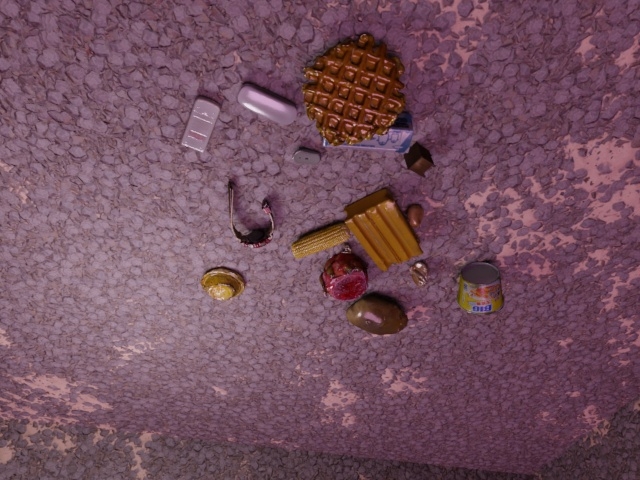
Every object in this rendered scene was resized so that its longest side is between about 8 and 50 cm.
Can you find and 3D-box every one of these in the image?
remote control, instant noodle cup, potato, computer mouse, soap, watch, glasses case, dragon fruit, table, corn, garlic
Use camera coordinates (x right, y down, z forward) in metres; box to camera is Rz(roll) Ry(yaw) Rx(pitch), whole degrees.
[{"bbox_3d":[-0.395,-0.383,1.600,0.088,0.029,0.190,19,128,-18],"label":"remote control"},{"bbox_3d":[0.673,0.195,2.053,0.205,0.205,0.152,-10,122,7],"label":"instant noodle cup"},{"bbox_3d":[0.364,-0.093,1.858,0.068,0.083,0.062,4,156,-7],"label":"potato"},{"bbox_3d":[-0.046,-0.294,1.692,0.110,0.032,0.055,6,133,-21],"label":"computer mouse"},{"bbox_3d":[0.251,-0.035,1.888,0.204,0.096,0.324,-24,128,19],"label":"soap"},{"bbox_3d":[0.265,0.348,2.201,0.297,0.141,0.191,15,132,-18],"label":"potato"},{"bbox_3d":[-0.261,-0.095,1.831,0.165,0.102,0.268,-5,123,-7],"label":"watch"},{"bbox_3d":[-0.168,-0.435,1.549,0.197,0.049,0.076,20,128,-19],"label":"glasses case"},{"bbox_3d":[0.100,0.159,2.022,0.211,0.147,0.282,0,133,-2],"label":"dragon fruit"},{"bbox_3d":[0.349,-0.279,1.688,0.082,0.083,0.070,23,130,-29],"label":"table"},{"bbox_3d":[0.000,0.000,1.919,0.249,0.081,0.081,-21,129,16],"label":"corn"},{"bbox_3d":[0.432,0.145,2.069,0.074,0.094,0.113,-29,134,-32],"label":"garlic"}]

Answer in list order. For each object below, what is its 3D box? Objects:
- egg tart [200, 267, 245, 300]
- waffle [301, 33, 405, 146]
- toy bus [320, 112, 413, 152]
[{"bbox_3d":[-0.424,0.201,2.088,0.192,0.074,0.191,0,133,0],"label":"egg tart"},{"bbox_3d":[0.108,-0.442,1.449,0.325,0.068,0.301,-26,99,4],"label":"waffle"},{"bbox_3d":[0.147,-0.361,1.573,0.298,0.130,0.106,3,132,-5],"label":"toy bus"}]
